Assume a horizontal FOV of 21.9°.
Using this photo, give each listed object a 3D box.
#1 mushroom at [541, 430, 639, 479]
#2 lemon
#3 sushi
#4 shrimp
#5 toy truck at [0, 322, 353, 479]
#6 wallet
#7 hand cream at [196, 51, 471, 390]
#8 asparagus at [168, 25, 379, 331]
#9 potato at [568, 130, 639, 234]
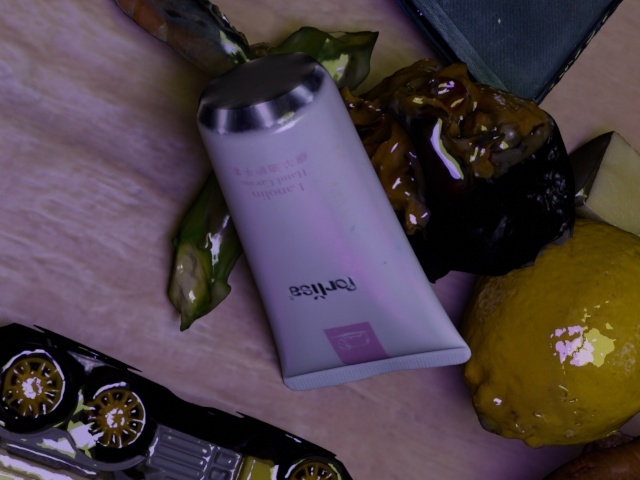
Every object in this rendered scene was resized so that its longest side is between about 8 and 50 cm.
[{"bbox_3d":[0.309,0.279,1.651,0.253,0.153,0.253,-22,145,-17],"label":"mushroom"},{"bbox_3d":[0.242,0.090,1.616,0.260,0.204,0.204,-46,109,-20],"label":"lemon"},{"bbox_3d":[0.121,-0.075,1.532,0.213,0.200,0.204,-47,131,-51],"label":"sushi"},{"bbox_3d":[-0.087,-0.218,1.507,0.251,0.052,0.143,44,81,-2],"label":"shrimp"},{"bbox_3d":[-0.176,0.236,1.454,0.405,0.181,0.254,23,82,-22],"label":"toy truck"},{"bbox_3d":[0.217,-0.309,1.655,0.237,0.075,0.342,45,73,-25],"label":"wallet"},{"bbox_3d":[0.000,0.000,1.479,0.186,0.118,0.358,-13,127,14],"label":"hand cream"},{"bbox_3d":[-0.057,-0.073,1.547,0.343,0.082,0.085,-57,147,-10],"label":"asparagus"},{"bbox_3d":[0.295,-0.044,1.703,0.103,0.066,0.096,43,65,-19],"label":"potato"}]
